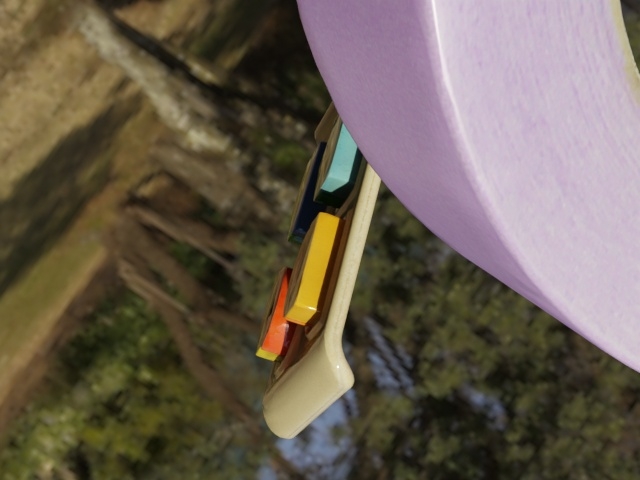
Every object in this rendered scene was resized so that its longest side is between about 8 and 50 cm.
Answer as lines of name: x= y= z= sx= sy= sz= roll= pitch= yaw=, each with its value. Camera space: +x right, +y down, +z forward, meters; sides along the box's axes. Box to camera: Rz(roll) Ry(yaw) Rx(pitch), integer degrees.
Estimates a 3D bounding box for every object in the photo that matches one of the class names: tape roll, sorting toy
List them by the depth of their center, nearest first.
tape roll: x=0.132 y=-0.097 z=0.398 sx=0.275 sy=0.274 sz=0.090 roll=-56 pitch=-152 yaw=1
sorting toy: x=0.000 y=0.000 z=0.902 sx=0.193 sy=0.038 sz=0.208 roll=126 pitch=-25 yaw=-69
